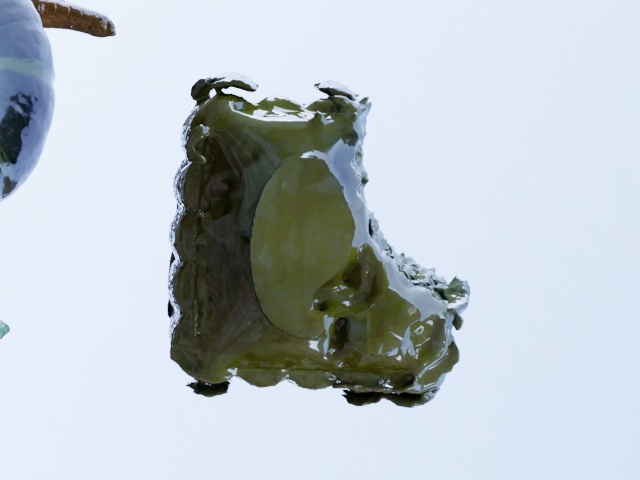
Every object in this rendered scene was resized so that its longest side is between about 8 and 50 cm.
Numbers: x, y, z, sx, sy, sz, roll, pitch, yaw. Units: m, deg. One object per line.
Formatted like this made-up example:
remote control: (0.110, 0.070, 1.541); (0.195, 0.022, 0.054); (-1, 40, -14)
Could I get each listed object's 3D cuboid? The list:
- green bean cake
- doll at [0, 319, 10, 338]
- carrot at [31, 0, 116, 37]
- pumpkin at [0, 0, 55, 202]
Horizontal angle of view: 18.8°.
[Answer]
green bean cake: (0.000, 0.000, 1.803); (0.202, 0.285, 0.310); (-129, -139, -84)
doll: (-0.433, 0.107, 2.095); (0.115, 0.190, 0.050); (10, -72, 64)
carrot: (-0.314, -0.247, 2.084); (0.047, 0.191, 0.047); (-171, -90, -76)
pumpkin: (-0.416, -0.150, 1.847); (0.241, 0.323, 0.323); (-26, -99, 59)
